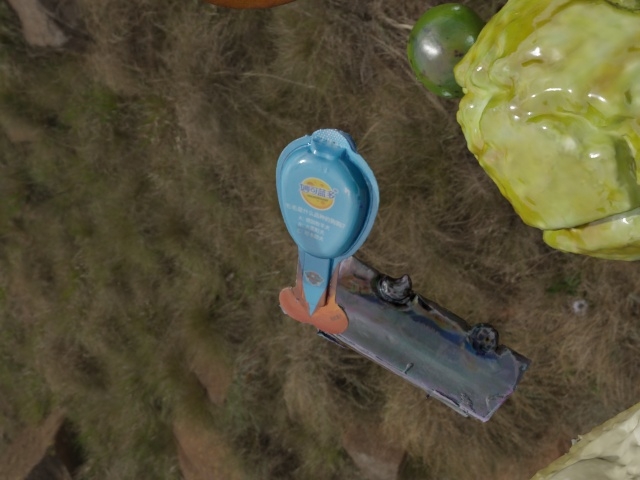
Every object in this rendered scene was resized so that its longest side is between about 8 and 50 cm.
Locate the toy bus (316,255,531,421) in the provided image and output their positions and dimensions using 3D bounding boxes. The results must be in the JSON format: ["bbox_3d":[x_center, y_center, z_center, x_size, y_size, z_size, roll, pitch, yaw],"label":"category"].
[{"bbox_3d":[0.145,0.147,0.915,0.317,0.138,0.112,30,168,4],"label":"toy bus"}]

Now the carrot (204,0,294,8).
[{"bbox_3d":[-0.097,-0.478,0.987,0.258,0.307,0.100,129,136,-63],"label":"carrot"}]

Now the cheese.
[{"bbox_3d":[0.000,0.000,0.609,0.106,0.037,0.256,22,133,18],"label":"cheese"}]

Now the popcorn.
[{"bbox_3d":[0.203,-0.084,0.432,0.221,0.204,0.183,41,104,7],"label":"popcorn"}]

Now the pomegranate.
[{"bbox_3d":[0.365,-0.485,1.501,0.302,0.236,0.236,-23,91,16],"label":"pomegranate"}]

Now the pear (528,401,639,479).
[{"bbox_3d":[0.190,0.162,0.238,0.267,0.267,0.178,-41,76,44],"label":"pear"}]
